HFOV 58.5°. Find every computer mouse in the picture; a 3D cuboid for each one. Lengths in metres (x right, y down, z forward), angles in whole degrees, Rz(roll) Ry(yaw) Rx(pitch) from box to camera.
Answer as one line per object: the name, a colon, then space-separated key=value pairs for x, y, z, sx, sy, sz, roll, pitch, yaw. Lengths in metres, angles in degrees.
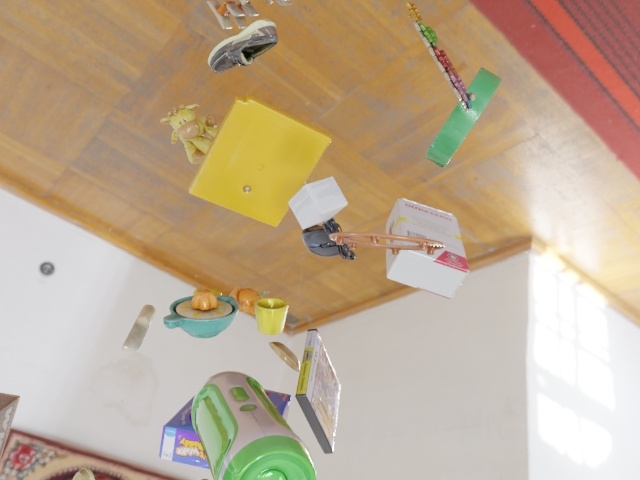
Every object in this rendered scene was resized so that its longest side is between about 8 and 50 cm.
computer mouse: x=0.000 y=0.000 z=2.035 sx=0.189 sy=0.072 sz=0.272 roll=58 pitch=158 yaw=-16

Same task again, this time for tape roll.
tape roll: x=0.444 y=-0.382 z=1.799 sx=0.077 sy=0.321 sz=0.321 roll=33 pitch=145 yaw=4

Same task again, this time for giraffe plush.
giraffe plush: x=-0.442 y=-0.387 z=1.947 sx=0.210 sy=0.181 sz=0.170 roll=35 pitch=172 yaw=14

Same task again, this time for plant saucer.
plant saucer: x=-0.068 y=0.227 z=1.136 sx=0.083 sy=0.015 sz=0.083 roll=38 pitch=159 yaw=18

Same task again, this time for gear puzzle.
gear puzzle: x=0.316 y=-0.503 z=1.522 sx=0.044 sy=0.339 sz=0.175 roll=-31 pitch=166 yaw=19

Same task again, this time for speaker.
speaker: x=-0.104 y=0.281 z=0.802 sx=0.131 sy=0.131 sz=0.296 roll=27 pitch=176 yaw=-21

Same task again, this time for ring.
ring: x=0.191 y=0.013 z=1.669 sx=0.336 sy=0.032 sz=0.336 roll=5 pitch=174 yaw=1

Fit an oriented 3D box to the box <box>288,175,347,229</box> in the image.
box: x=-0.007 y=-0.098 z=1.483 sx=0.102 sy=0.101 sz=0.087 roll=-40 pitch=76 yaw=48

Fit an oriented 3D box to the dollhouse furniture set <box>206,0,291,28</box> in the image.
dollhouse furniture set: x=-0.166 y=-0.734 z=1.597 sx=0.262 sy=0.259 sz=0.135 roll=-32 pitch=91 yaw=37

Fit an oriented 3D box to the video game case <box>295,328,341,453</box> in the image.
video game case: x=0.000 y=0.446 z=1.699 sx=0.035 sy=0.248 sz=0.275 roll=-10 pitch=125 yaw=16

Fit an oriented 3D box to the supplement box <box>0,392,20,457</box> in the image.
supplement box: x=-0.570 y=0.282 z=0.825 sx=0.191 sy=0.129 sz=0.194 roll=16 pitch=168 yaw=-16

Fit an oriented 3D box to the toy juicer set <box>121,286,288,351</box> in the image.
toy juicer set: x=-0.247 y=0.131 z=1.159 sx=0.328 sy=0.090 sz=0.209 roll=-4 pitch=-163 yaw=-26

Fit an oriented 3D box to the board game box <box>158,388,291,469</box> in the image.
board game box: x=-0.219 y=0.452 z=1.418 sx=0.233 sy=0.078 sz=0.347 roll=10 pitch=-175 yaw=7

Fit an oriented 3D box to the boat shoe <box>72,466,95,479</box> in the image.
boat shoe: x=-0.461 y=0.496 z=1.052 sx=0.056 sy=0.153 sz=0.048 roll=21 pitch=180 yaw=33

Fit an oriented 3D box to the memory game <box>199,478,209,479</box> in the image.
memory game: x=-0.277 y=0.658 z=1.375 sx=0.186 sy=0.186 sz=0.012 roll=22 pitch=-173 yaw=-14

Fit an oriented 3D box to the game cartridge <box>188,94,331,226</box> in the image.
game cartridge: x=-0.169 y=-0.214 z=1.581 sx=0.285 sy=0.053 sz=0.324 roll=22 pitch=117 yaw=-26

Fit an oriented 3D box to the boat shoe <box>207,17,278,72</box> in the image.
boat shoe: x=-0.138 y=-0.334 z=1.009 sx=0.152 sy=0.049 sz=0.056 roll=-25 pitch=166 yaw=33

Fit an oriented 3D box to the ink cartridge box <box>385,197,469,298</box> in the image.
ink cartridge box: x=0.418 y=0.023 z=2.309 sx=0.278 sy=0.385 sz=0.161 roll=18 pitch=124 yaw=-7
